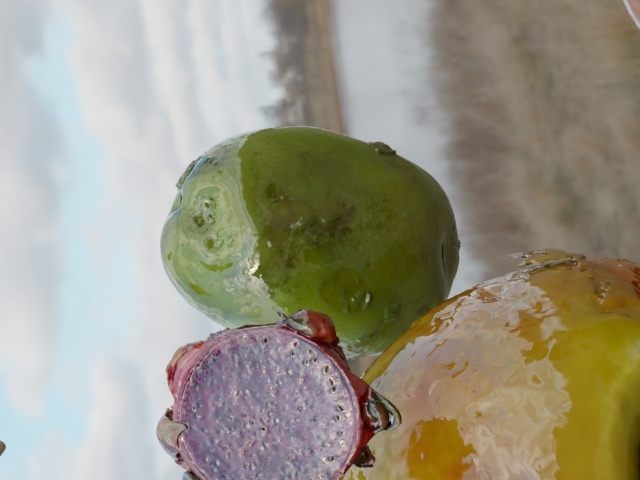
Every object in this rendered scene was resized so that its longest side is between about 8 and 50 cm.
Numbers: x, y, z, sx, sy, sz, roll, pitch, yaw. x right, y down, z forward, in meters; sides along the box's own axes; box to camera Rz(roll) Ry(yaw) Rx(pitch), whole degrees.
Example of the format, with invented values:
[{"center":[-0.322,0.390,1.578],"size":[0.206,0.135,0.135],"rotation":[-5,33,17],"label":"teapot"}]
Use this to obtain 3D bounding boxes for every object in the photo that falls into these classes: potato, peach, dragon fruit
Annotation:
[{"center":[0.000,0.000,1.179],"size":[0.186,0.253,0.149],"rotation":[46,129,32],"label":"potato"},{"center":[0.138,0.187,0.997],"size":[0.372,0.289,0.373],"rotation":[173,90,-70],"label":"peach"},{"center":[-0.024,0.091,0.850],"size":[0.112,0.126,0.068],"rotation":[55,-164,8],"label":"dragon fruit"}]

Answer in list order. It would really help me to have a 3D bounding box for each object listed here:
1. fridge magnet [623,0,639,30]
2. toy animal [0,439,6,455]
[{"center":[0.328,-0.195,0.812],"size":[0.155,0.363,0.364],"rotation":[63,-164,-53],"label":"fridge magnet"},{"center":[-0.277,0.190,1.095],"size":[0.150,0.089,0.083],"rotation":[-55,8,-30],"label":"toy animal"}]
